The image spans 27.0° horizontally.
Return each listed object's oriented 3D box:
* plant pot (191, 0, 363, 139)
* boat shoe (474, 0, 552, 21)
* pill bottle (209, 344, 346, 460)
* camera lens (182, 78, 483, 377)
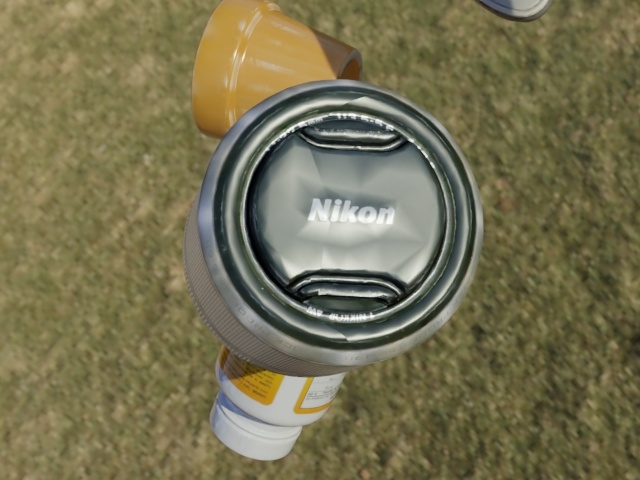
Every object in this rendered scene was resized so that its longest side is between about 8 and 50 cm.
[{"bbox_3d":[-0.050,-0.221,1.839,0.188,0.205,0.205,16,60,17],"label":"plant pot"},{"bbox_3d":[0.231,-0.394,1.867,0.112,0.095,0.335,-45,49,7],"label":"boat shoe"},{"bbox_3d":[-0.033,0.112,1.434,0.136,0.136,0.246,-111,40,-54],"label":"pill bottle"},{"bbox_3d":[0.000,0.000,1.100,0.219,0.219,0.274,-52,2,-13],"label":"camera lens"}]
